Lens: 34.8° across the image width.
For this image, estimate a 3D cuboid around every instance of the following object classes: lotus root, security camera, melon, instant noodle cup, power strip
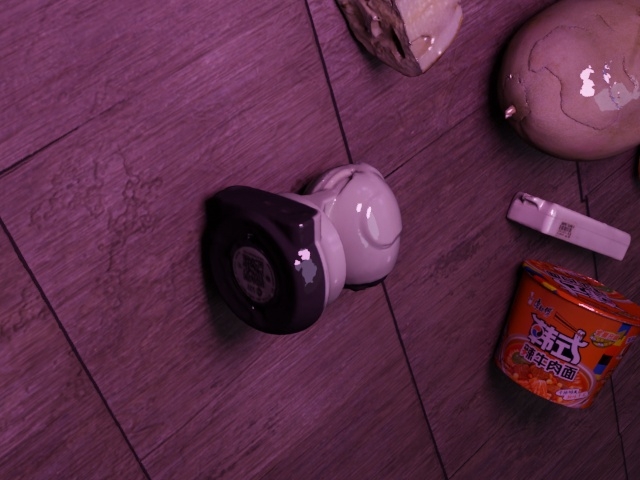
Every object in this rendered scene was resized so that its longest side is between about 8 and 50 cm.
[{"bbox_3d":[0.103,-0.352,1.401,0.119,0.138,0.235,-43,130,-28],"label":"lotus root"},{"bbox_3d":[0.000,0.000,1.427,0.277,0.197,0.191,-27,124,-42],"label":"security camera"},{"bbox_3d":[0.428,-0.259,1.639,0.330,0.268,0.268,-27,123,-26],"label":"melon"},{"bbox_3d":[0.443,0.172,1.860,0.250,0.250,0.192,9,110,-43],"label":"instant noodle cup"},{"bbox_3d":[0.468,-0.023,1.886,0.338,0.098,0.058,15,97,-44],"label":"power strip"}]

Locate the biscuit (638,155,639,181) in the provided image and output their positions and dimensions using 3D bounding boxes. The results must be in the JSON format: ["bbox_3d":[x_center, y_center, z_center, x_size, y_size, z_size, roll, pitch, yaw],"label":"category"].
[{"bbox_3d":[0.773,-0.273,2.082,0.394,0.076,0.368,5,103,-46],"label":"biscuit"}]
